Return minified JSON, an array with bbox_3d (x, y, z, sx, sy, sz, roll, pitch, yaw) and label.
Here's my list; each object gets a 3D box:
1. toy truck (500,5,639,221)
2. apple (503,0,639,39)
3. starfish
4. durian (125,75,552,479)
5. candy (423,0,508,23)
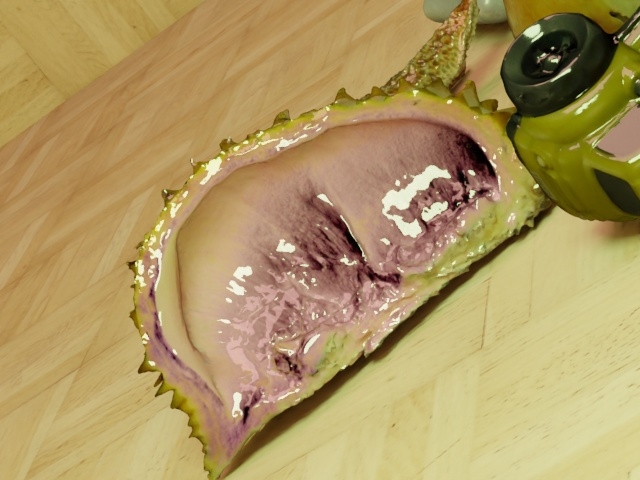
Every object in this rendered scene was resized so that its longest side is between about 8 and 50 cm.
[{"bbox_3d":[0.234,-0.097,1.223,0.224,0.147,0.165,-42,38,-2],"label":"toy truck"},{"bbox_3d":[0.250,-0.270,1.634,0.346,0.179,0.254,-51,-19,-41],"label":"apple"},{"bbox_3d":[0.060,-0.109,1.738,0.301,0.084,0.293,-30,18,42],"label":"starfish"},{"bbox_3d":[0.001,-0.001,1.425,0.341,0.191,0.112,-40,-11,-2],"label":"durian"},{"bbox_3d":[0.176,-0.257,1.916,0.138,0.071,0.174,-41,14,-7],"label":"candy"}]
